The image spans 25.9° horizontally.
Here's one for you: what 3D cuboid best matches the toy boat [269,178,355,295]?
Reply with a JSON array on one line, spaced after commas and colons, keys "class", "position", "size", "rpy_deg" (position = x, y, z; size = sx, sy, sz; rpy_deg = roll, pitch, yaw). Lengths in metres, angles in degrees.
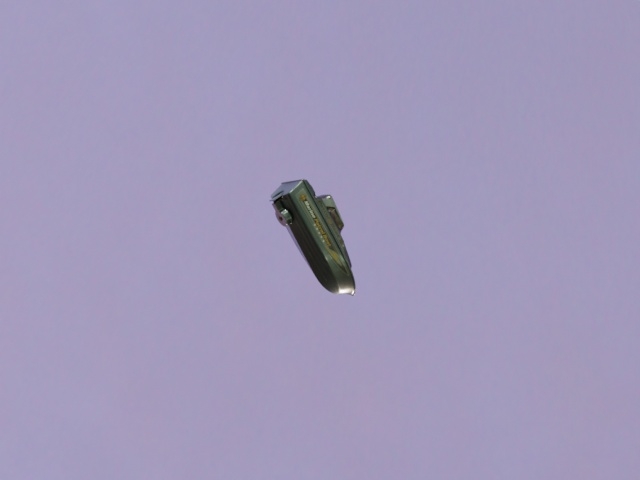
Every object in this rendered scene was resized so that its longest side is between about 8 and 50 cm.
[{"class": "toy boat", "position": [0.000, 0.000, 1.473], "size": [0.141, 0.060, 0.055], "rpy_deg": [62, -25, -12]}]
